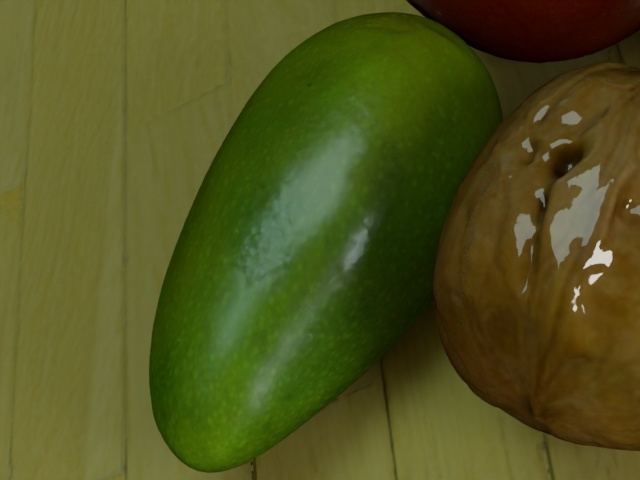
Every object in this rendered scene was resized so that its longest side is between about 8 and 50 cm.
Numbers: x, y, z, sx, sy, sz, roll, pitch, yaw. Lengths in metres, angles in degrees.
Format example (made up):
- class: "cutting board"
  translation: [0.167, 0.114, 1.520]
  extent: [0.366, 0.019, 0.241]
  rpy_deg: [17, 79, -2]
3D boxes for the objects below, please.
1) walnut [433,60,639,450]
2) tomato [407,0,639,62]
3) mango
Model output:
- class: "walnut"
  translation: [0.165, 0.010, 1.055]
  extent: [0.195, 0.195, 0.222]
  rpy_deg: [9, 56, 43]
- class: "tomato"
  translation: [0.129, -0.257, 1.278]
  extent: [0.226, 0.298, 0.298]
  rpy_deg: [-43, 36, 23]
- class: "mango"
  translation: [0.000, 0.000, 1.223]
  extent: [0.192, 0.156, 0.343]
  rpy_deg: [4, 60, 51]
